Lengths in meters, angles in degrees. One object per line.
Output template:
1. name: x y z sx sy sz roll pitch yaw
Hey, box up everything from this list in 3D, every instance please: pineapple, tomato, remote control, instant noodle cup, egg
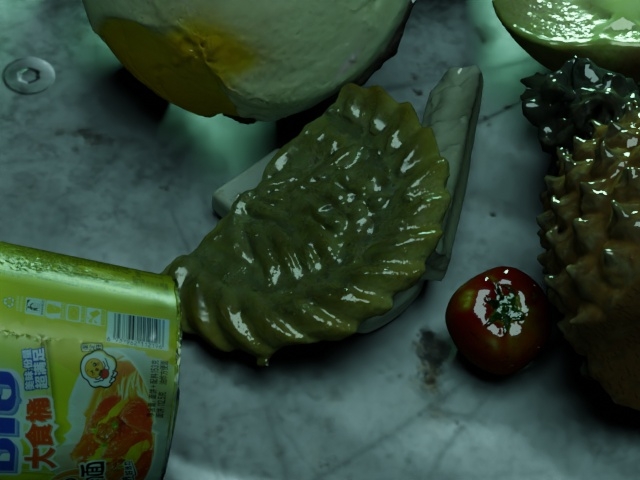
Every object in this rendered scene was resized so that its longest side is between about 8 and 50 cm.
1. pineapple: 0.266 -0.042 1.221 0.223 0.223 0.357 -2 41 -9
2. tomato: 0.145 0.067 1.193 0.087 0.075 0.087 4 67 -8
3. remote control: 0.000 0.000 1.251 0.190 0.029 0.087 39 58 21
4. instant noodle cup: -0.184 0.095 1.057 0.153 0.205 0.205 4 52 -13
5. egg: -0.088 -0.268 1.258 0.337 0.201 0.337 -3 82 20

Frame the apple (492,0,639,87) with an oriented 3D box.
1. apple: 0.265 -0.236 1.418 0.193 0.120 0.265 9 47 17

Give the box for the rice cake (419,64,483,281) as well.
1. rice cake: 0.105 -0.062 1.274 0.052 0.057 0.256 21 45 -4

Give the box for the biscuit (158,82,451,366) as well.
1. biscuit: 0.005 -0.009 1.187 0.187 0.036 0.273 32 72 33
